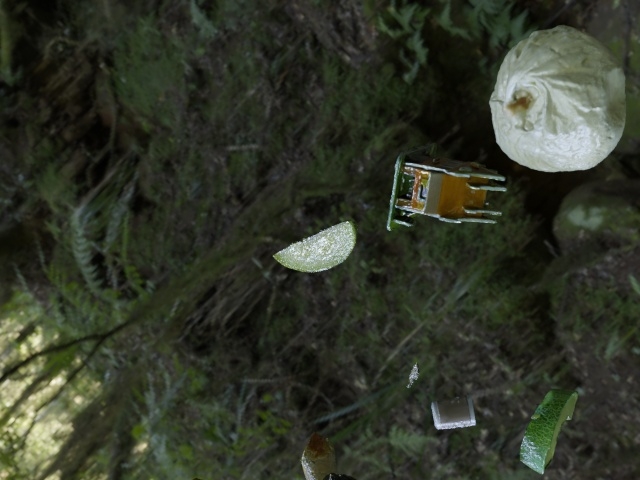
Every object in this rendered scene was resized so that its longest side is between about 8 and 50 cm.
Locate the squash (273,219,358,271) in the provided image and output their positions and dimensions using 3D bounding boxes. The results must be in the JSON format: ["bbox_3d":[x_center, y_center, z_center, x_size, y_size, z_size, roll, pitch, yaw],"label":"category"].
[{"bbox_3d":[0.000,0.000,2.214,0.155,0.237,0.204,-102,-14,-45],"label":"squash"}]

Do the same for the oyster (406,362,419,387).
[{"bbox_3d":[0.250,0.364,2.075,0.019,0.083,0.054,22,-148,-1],"label":"oyster"}]

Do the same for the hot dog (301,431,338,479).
[{"bbox_3d":[0.002,0.481,1.604,0.061,0.078,0.169,121,138,-65],"label":"hot dog"}]

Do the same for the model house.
[{"bbox_3d":[0.407,-0.137,2.320,0.312,0.242,0.357,17,-162,23],"label":"model house"}]

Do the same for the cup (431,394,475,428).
[{"bbox_3d":[0.330,0.424,1.945,0.102,0.099,0.074,-80,-20,-76],"label":"cup"}]

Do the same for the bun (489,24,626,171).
[{"bbox_3d":[0.541,-0.320,1.847,0.352,0.227,0.349,-35,75,60],"label":"bun"}]

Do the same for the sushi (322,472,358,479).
[{"bbox_3d":[0.019,0.480,1.323,0.124,0.127,0.225,32,142,6],"label":"sushi"}]

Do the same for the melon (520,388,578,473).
[{"bbox_3d":[0.493,0.391,1.667,0.064,0.209,0.118,13,119,34],"label":"melon"}]

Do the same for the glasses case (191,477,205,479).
[{"bbox_3d":[-0.163,0.458,1.107,0.075,0.218,0.049,4,-174,27],"label":"glasses case"}]
